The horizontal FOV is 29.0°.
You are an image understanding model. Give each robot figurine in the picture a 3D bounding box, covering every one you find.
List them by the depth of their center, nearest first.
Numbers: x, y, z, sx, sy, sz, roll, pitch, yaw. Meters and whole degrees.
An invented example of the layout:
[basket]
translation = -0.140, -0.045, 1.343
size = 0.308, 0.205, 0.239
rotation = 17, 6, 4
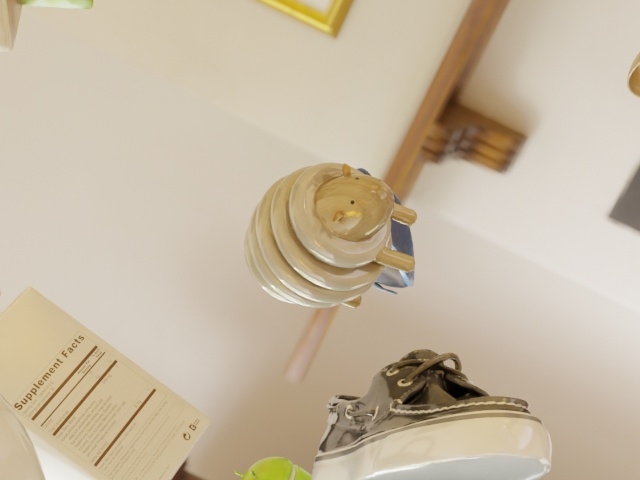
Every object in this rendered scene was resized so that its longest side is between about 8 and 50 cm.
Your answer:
[robot figurine]
translation = -0.025, 0.237, 1.095
size = 0.067, 0.115, 0.101
rotation = -56, 12, -25

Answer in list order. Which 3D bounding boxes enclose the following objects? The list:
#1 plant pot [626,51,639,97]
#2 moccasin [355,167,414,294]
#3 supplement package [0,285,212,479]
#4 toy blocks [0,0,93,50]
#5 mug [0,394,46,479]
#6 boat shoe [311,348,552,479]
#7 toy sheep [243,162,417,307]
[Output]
[plant pot]
translation = 0.481, -0.232, 1.485
size = 0.236, 0.236, 0.032
rotation = 117, 143, -68
[moccasin]
translation = 0.047, -0.021, 1.728
size = 0.342, 0.117, 0.137
rotation = 50, -147, -59
[supplement package]
translation = -0.323, 0.237, 1.564
size = 0.177, 0.293, 0.175
rotation = -54, -1, 44
[toy blocks]
translation = -0.337, -0.250, 0.744
size = 0.260, 0.382, 0.190
rotation = 98, 172, -51
[mug]
translation = -0.321, 0.137, 0.643
size = 0.328, 0.276, 0.374
rotation = -8, -74, -40
[boat shoe]
translation = 0.053, 0.097, 0.669
size = 0.228, 0.080, 0.076
rotation = 136, 139, -69
[toy sheep]
translation = 0.000, 0.000, 0.720
size = 0.132, 0.091, 0.091
rotation = -42, 17, 48
